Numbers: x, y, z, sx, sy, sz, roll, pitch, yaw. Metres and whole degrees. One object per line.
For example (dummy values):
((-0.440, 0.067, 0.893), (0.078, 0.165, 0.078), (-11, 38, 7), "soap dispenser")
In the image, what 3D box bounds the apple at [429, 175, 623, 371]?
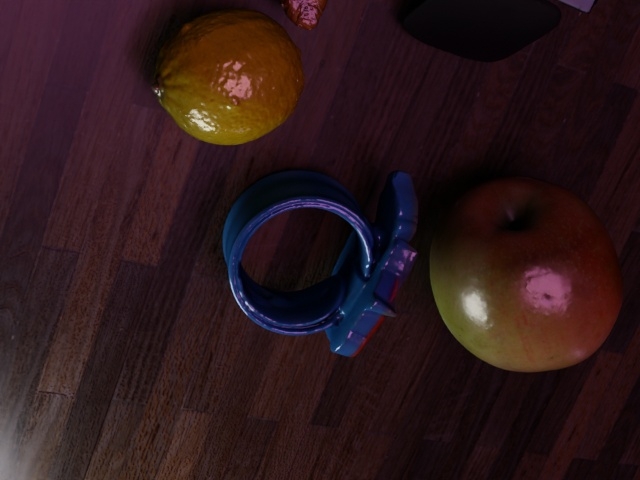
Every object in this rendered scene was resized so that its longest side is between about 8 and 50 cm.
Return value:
((0.333, 0.048, 1.855), (0.319, 0.319, 0.277), (-35, 138, -4), "apple")

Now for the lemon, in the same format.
((-0.129, -0.232, 1.598), (0.231, 0.192, 0.192), (-17, 120, -22), "lemon")

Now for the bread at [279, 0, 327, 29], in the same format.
((-0.027, -0.422, 1.612), (0.105, 0.076, 0.233), (-10, 109, -15), "bread")

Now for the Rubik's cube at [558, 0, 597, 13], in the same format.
((0.332, -0.460, 1.687), (0.180, 0.183, 0.167), (16, 108, -27), "Rubik's cube")

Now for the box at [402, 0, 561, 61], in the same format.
((0.247, -0.339, 1.717), (0.213, 0.201, 0.042), (12, 70, -26), "box")

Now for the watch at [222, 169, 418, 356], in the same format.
((0.000, 0.000, 1.763), (0.275, 0.241, 0.305), (22, 105, -16), "watch")
